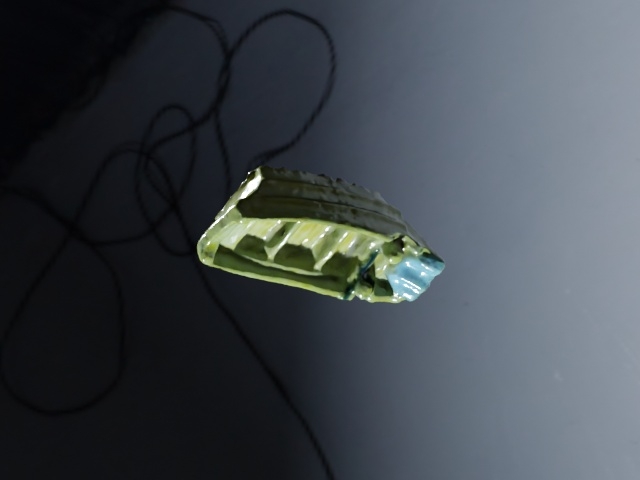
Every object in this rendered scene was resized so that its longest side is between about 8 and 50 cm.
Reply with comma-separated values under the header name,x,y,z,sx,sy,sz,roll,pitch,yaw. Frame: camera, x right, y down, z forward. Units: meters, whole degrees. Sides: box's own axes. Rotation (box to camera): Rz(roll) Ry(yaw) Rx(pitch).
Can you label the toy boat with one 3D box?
name,x,y,z,sx,sy,sz,roll,pitch,yaw
toy boat,-0.001,-0.005,1.318,0.111,0.276,0.084,-46,47,33
